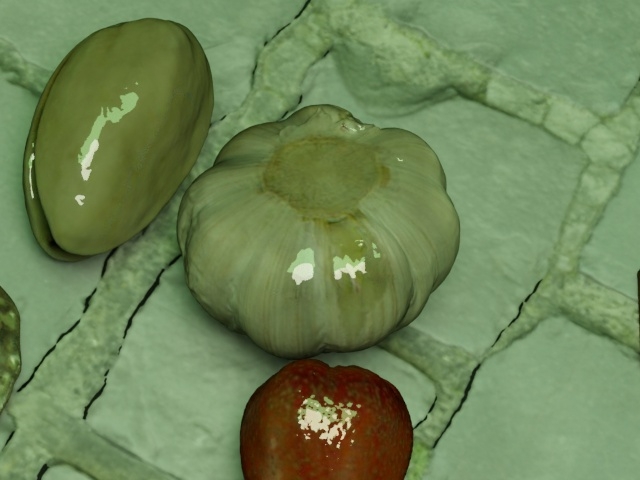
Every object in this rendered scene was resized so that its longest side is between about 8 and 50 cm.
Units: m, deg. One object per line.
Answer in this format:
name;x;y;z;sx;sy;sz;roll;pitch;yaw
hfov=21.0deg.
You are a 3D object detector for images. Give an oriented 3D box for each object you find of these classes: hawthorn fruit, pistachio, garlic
hawthorn fruit;0.003;0.158;1.285;0.133;0.133;0.138;10;78;-2
pistachio;-0.165;-0.085;1.390;0.136;0.136;0.226;22;68;4
garlic;-0.004;0.001;1.345;0.228;0.152;0.228;-5;42;5

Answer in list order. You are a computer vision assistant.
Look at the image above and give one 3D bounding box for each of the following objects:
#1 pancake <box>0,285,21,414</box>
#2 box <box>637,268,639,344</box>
pancake;-0.341;0.082;1.329;0.212;0.029;0.235;-34;72;-23
box;0.329;0.069;1.427;0.133;0.023;0.090;7;64;-3
